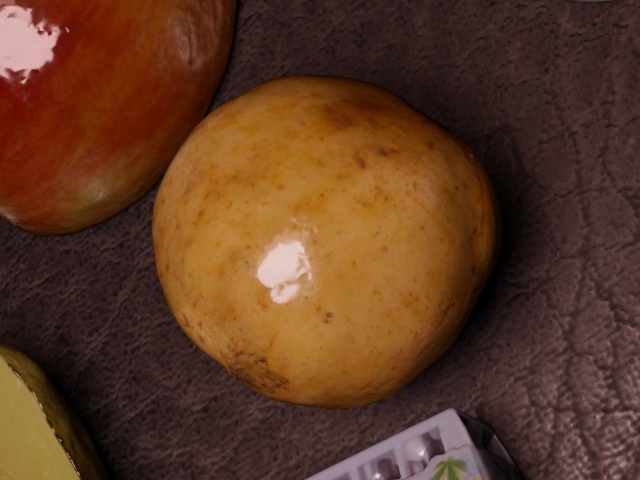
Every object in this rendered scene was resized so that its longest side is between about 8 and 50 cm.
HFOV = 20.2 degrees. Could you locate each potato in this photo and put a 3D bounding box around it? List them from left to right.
[{"bbox_3d":[-0.243,0.203,1.510,0.160,0.111,0.272,-34,83,25],"label":"potato"}]

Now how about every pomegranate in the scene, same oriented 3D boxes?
[{"bbox_3d":[0.000,0.000,1.360,0.260,0.260,0.260,-4,80,25],"label":"pomegranate"}]

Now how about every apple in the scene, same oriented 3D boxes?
[{"bbox_3d":[-0.209,-0.170,1.534,0.254,0.179,0.346,19,91,-11],"label":"apple"}]

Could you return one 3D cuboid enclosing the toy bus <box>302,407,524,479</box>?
[{"bbox_3d":[0.007,0.256,1.389,0.329,0.109,0.136,-29,61,18],"label":"toy bus"}]
